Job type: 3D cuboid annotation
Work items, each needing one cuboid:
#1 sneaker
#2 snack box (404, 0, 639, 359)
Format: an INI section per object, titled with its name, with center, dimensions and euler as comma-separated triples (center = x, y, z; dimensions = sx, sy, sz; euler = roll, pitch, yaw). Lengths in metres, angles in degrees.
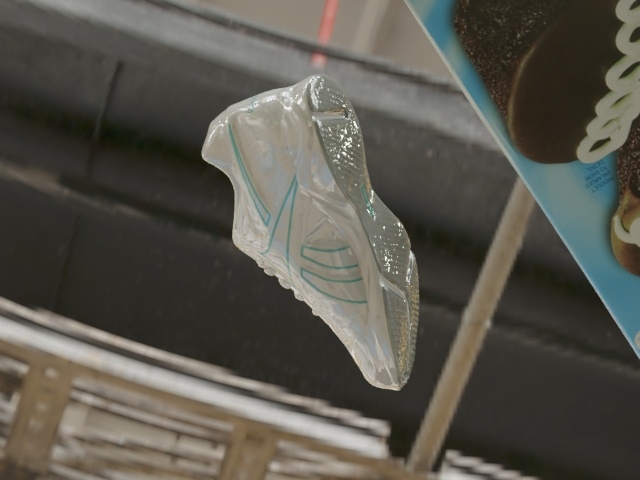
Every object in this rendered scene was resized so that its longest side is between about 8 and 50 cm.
[sneaker]
center = 0.000, 0.000, 0.790
dimensions = 0.061, 0.054, 0.152
euler = -11, -60, 22
[snack box]
center = 0.205, -0.117, 0.683
dimensions = 0.322, 0.060, 0.187
euler = -33, -88, 9
